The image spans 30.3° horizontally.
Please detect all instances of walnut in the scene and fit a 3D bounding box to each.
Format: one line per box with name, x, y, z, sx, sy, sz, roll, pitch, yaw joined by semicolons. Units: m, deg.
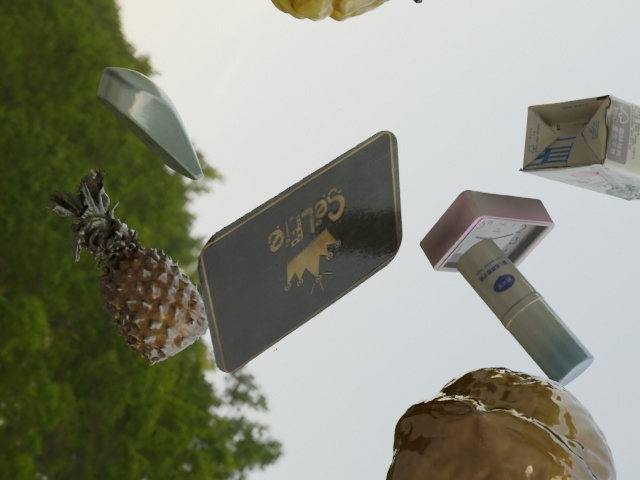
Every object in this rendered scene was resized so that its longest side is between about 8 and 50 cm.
walnut;0.215;0.311;1.414;0.306;0.344;0.306;-12;-137;12

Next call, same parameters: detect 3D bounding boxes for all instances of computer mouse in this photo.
computer mouse;-0.256;-0.186;1.848;0.079;0.231;0.128;-47;-144;-8

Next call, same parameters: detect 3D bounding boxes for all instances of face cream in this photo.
face cream;0.315;0.111;1.837;0.077;0.250;0.077;-32;157;-16

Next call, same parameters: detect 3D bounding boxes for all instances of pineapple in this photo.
pineapple;-0.341;0.042;2.105;0.175;0.361;0.175;-31;178;-1

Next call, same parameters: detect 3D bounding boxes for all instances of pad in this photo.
pad;-0.001;-0.001;1.618;0.375;0.315;0.063;-35;-135;-30

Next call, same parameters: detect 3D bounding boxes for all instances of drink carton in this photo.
drink carton;0.534;-0.160;2.114;0.194;0.325;0.132;1;-99;52

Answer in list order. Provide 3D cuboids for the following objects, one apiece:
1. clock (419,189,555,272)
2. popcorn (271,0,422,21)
clock;0.288;-0.009;2.046;0.150;0.197;0.063;-52;-132;35
popcorn;0.020;-0.483;1.578;0.349;0.381;0.349;-19;-142;16
